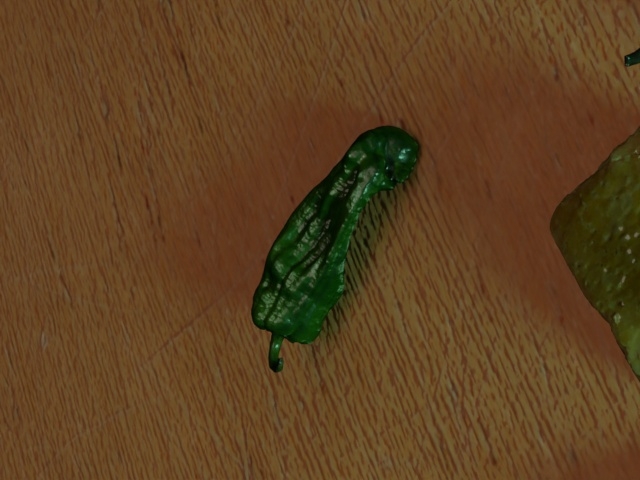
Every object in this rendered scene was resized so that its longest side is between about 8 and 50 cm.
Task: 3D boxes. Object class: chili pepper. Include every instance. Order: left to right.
[{"bbox_3d":[0.005,0.002,1.768,0.100,0.074,0.257,44,116,40],"label":"chili pepper"}]

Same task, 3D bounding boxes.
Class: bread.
[{"bbox_3d":[0.275,0.022,1.462,0.138,0.102,0.196,-42,59,39],"label":"bread"}]

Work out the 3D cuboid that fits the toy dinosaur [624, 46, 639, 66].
[{"bbox_3d":[0.343,-0.131,1.348,0.187,0.179,0.087,31,109,41],"label":"toy dinosaur"}]
